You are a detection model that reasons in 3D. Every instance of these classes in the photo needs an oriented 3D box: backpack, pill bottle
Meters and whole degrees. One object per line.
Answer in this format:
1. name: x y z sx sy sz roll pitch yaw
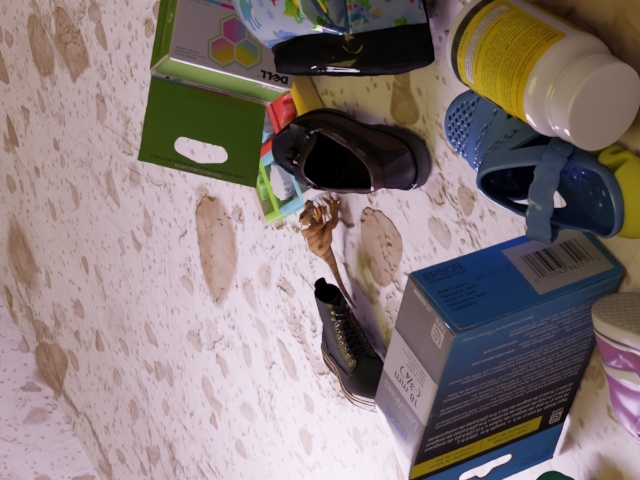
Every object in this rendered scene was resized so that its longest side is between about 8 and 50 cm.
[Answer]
1. backpack: -0.009 -0.383 1.937 0.290 0.273 0.355 -166 76 -67
2. pill bottle: 0.240 -0.183 1.684 0.208 0.119 0.119 41 139 47

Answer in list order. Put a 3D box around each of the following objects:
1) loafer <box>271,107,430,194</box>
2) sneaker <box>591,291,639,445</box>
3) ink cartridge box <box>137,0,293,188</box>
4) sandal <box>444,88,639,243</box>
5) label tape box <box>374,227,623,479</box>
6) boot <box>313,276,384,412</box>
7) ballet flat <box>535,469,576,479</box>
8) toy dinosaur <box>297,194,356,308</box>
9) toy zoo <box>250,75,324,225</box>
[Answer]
1. loafer: 0.017 -0.115 2.127 0.302 0.095 0.109 12 117 50
2. sneaker: 0.391 0.166 1.635 0.282 0.102 0.161 -142 39 -64
3. ink cartridge box: -0.139 -0.222 2.194 0.097 0.189 0.255 153 126 -63
4. sandal: 0.227 -0.087 1.746 0.317 0.138 0.126 37 138 52
5. label tape box: 0.192 0.153 1.828 0.106 0.241 0.333 52 146 35
6. boot: 0.046 0.152 2.257 0.198 0.077 0.137 36 147 48
7. ballet flat: 0.345 0.368 1.864 0.247 0.083 0.087 42 164 46
8. toy dinosaur: 0.000 0.000 2.277 0.211 0.064 0.112 56 -141 -51
9. toy zoo: -0.048 -0.146 2.340 0.293 0.030 0.192 -30 78 62
